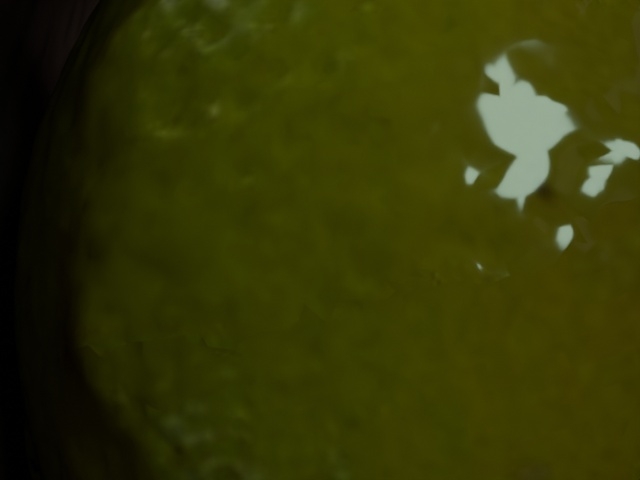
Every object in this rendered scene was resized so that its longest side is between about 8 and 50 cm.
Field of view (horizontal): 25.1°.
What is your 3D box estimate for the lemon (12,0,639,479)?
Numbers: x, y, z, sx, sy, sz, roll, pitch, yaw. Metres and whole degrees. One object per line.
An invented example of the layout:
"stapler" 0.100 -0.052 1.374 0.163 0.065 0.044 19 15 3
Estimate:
"lemon" 0.029 0.016 0.450 0.260 0.261 0.284 -69 160 -77
